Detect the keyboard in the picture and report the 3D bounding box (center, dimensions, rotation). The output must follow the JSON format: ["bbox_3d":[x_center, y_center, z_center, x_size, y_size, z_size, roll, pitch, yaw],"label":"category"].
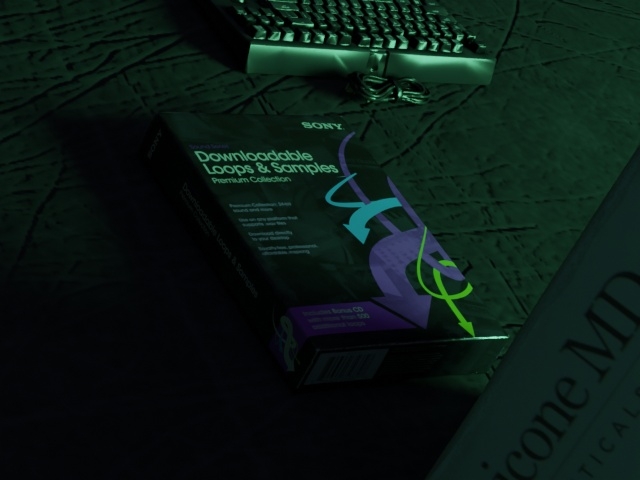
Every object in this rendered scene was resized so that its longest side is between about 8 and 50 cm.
[{"bbox_3d":[0.022,-0.113,1.029,0.180,0.023,0.108,-2,43,-38],"label":"keyboard"}]

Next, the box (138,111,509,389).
[{"bbox_3d":[0.000,0.000,0.847,0.116,0.029,0.162,-2,42,-39],"label":"box"}]

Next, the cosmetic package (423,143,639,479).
[{"bbox_3d":[0.277,0.148,0.668,0.453,0.230,0.161,37,34,14],"label":"cosmetic package"}]
